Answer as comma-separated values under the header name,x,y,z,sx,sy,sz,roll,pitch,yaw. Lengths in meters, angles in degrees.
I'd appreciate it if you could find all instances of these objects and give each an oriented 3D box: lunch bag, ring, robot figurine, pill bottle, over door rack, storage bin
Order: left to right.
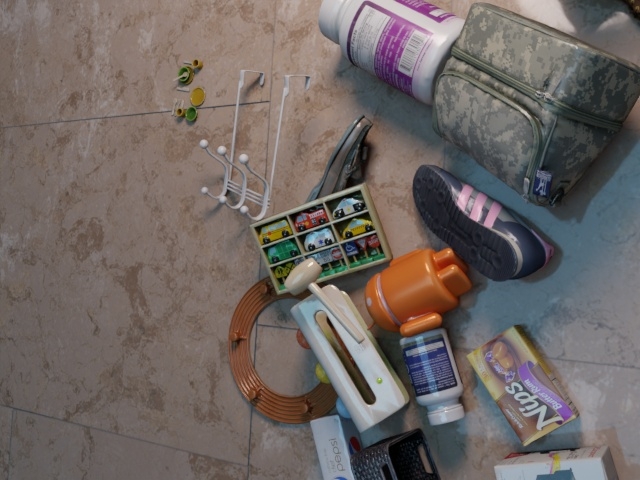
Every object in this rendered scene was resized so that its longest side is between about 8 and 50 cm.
name,x,y,z,sx,sy,sz,roll,pitch,yaw
over door rack,-0.167,-0.229,1.407,0.239,0.108,0.324,27,101,53
ring,-0.076,0.238,1.411,0.336,0.032,0.336,-3,84,30
pill bottle,0.145,-0.402,1.256,0.301,0.169,0.169,37,104,26
storage bin,0.143,0.434,1.186,0.084,0.180,0.122,-27,74,25
robot figurine,0.178,0.099,1.221,0.219,0.128,0.158,-29,78,25
pill bottle,0.217,0.258,1.207,0.094,0.094,0.169,-22,76,26
lunch bag,0.347,-0.229,1.082,0.305,0.212,0.256,48,126,43

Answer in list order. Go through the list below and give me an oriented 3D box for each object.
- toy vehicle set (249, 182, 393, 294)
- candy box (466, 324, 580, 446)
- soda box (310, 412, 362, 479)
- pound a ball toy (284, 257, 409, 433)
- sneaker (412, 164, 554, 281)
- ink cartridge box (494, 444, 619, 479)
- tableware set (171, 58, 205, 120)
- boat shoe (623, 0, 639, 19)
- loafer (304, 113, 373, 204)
name,x,y,z,sx,sy,sz,roll,pitch,yaw
toy vehicle set,0.000,0.000,1.332,0.267,0.035,0.166,-19,100,20
candy box,0.364,0.260,1.148,0.109,0.053,0.186,-38,68,22
soda box,0.049,0.465,1.302,0.074,0.069,0.216,-21,76,27
pound a ball toy,0.030,0.209,1.228,0.136,0.208,0.319,-33,75,4
sneaker,0.296,-0.039,1.192,0.319,0.131,0.112,55,141,41
ink cartridge box,0.401,0.399,1.074,0.175,0.127,0.072,-16,76,27
tableware set,-0.333,-0.382,1.607,0.104,0.024,0.154,17,94,29
boat shoe,0.554,-0.410,1.083,0.178,0.064,0.060,30,103,24
loafer,0.050,-0.134,1.346,0.084,0.096,0.267,33,111,8
